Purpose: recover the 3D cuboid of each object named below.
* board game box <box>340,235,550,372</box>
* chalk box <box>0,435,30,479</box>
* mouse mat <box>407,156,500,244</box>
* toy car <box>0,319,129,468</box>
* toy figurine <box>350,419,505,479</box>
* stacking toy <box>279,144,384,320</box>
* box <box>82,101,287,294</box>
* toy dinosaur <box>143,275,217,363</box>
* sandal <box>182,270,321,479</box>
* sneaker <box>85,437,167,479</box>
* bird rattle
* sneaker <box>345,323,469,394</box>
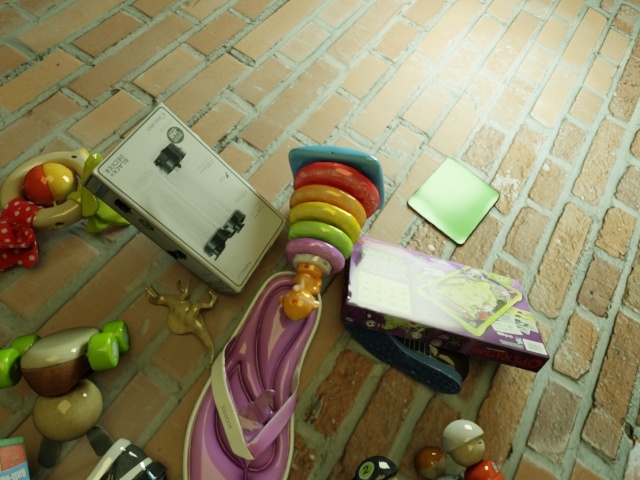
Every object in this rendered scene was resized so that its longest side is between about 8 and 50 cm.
[{"bbox_3d":[0.211,0.103,0.807,0.346,0.056,0.208,16,38,-3],"label":"board game box"},{"bbox_3d":[-0.436,0.334,0.474,0.288,0.180,0.179,-27,70,4],"label":"chalk box"},{"bbox_3d":[0.297,-0.092,0.994,0.152,0.007,0.189,40,64,10],"label":"mouse mat"},{"bbox_3d":[-0.361,0.228,0.652,0.154,0.149,0.189,-8,94,-11],"label":"toy car"},{"bbox_3d":[0.139,0.358,0.621,0.212,0.210,0.148,-17,62,-18],"label":"toy figurine"},{"bbox_3d":[0.000,0.000,0.774,0.175,0.166,0.302,9,61,15],"label":"stacking toy"},{"bbox_3d":[-0.214,-0.059,0.754,0.290,0.087,0.169,42,60,-22],"label":"box"},{"bbox_3d":[-0.215,0.124,0.762,0.183,0.053,0.093,37,75,19],"label":"toy dinosaur"},{"bbox_3d":[-0.102,0.226,0.697,0.169,0.102,0.417,15,62,-4],"label":"sandal"},{"bbox_3d":[-0.287,0.390,0.589,0.121,0.079,0.217,30,61,5],"label":"sneaker"},{"bbox_3d":[-0.468,-0.065,0.784,0.253,0.143,0.207,-25,59,-8],"label":"bird rattle"},{"bbox_3d":[0.155,0.174,0.797,0.232,0.081,0.090,33,48,6],"label":"sneaker"}]
